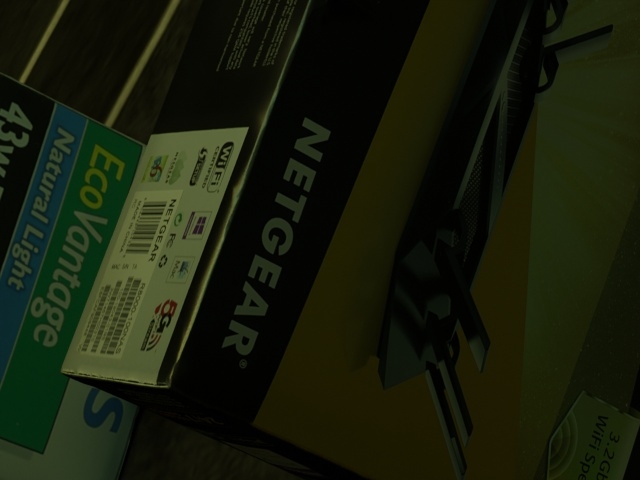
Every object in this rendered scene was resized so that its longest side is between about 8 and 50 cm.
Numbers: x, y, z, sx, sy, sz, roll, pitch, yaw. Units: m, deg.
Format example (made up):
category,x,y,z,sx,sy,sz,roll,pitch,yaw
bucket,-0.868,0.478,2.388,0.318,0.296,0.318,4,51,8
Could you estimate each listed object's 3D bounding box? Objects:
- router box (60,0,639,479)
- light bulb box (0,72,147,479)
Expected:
category,x,y,z,sx,sy,sz,roll,pitch,yaw
router box,0.066,-0.044,0.713,0.081,0.243,0.309,1,68,54
light bulb box,-0.326,0.002,1.103,0.358,0.361,0.225,-3,66,53
